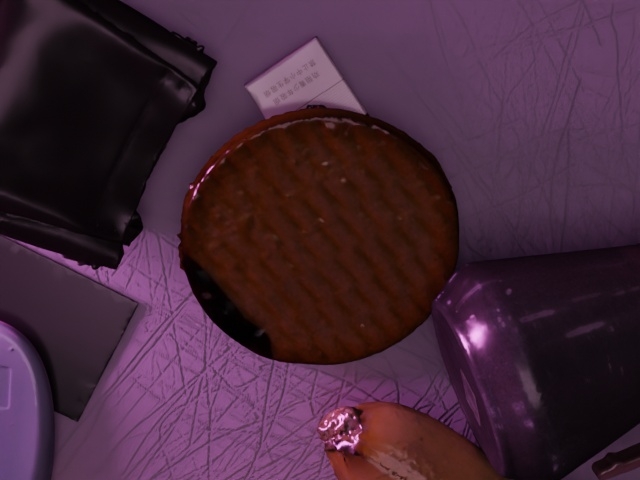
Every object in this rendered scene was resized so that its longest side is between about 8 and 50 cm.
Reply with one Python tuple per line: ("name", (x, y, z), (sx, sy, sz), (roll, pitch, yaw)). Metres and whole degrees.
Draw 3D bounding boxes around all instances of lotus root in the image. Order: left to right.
("lotus root", (0.128, 0.285, 1.435), (0.303, 0.146, 0.131), (40, 55, -7))

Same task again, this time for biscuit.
("biscuit", (0.000, 0.000, 1.393), (0.317, 0.040, 0.318), (-2, 117, -3))

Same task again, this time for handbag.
("handbag", (-0.274, -0.129, 1.354), (0.257, 0.113, 0.285), (26, 93, -12))

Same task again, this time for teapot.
("teapot", (0.322, 0.124, 1.363), (0.344, 0.253, 0.300), (-20, 116, -2))

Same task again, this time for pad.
("pad", (-0.357, 0.088, 1.449), (0.245, 0.006, 0.170), (27, 101, -6))

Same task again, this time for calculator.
("calculator", (-0.405, 0.233, 1.459), (0.185, 0.041, 0.299), (6, 103, -2))

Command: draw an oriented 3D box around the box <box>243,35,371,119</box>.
("box", (-0.003, -0.138, 1.393), (0.100, 0.048, 0.152), (-33, 103, 7))
